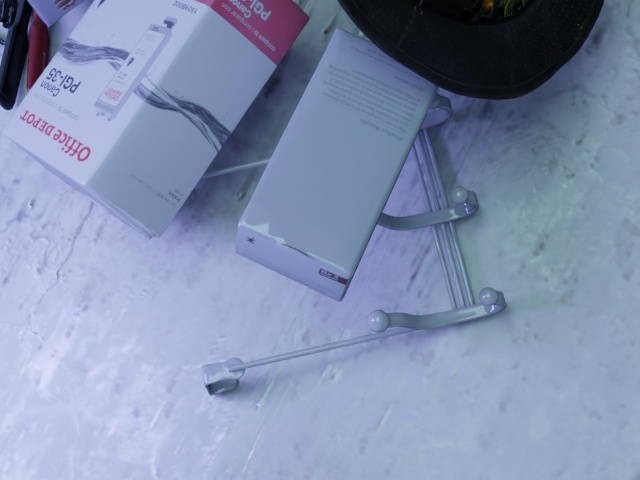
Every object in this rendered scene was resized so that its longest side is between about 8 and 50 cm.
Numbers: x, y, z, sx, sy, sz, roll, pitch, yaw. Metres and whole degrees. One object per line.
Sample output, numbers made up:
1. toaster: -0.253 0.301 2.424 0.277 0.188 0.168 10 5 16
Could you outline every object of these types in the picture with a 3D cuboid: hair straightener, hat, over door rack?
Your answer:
1. hair straightener: -0.359 -0.258 1.545 0.089 0.047 0.230 -6 73 13
2. hat: 0.107 -0.281 1.284 0.331 0.134 0.331 3 82 -24
3. over door rack: 0.000 0.000 1.346 0.324 0.108 0.240 -16 70 10

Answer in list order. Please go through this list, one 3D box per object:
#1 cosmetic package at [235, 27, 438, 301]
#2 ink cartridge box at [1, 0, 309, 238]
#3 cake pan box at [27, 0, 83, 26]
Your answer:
1. cosmetic package: 0.018 -0.072 1.259 0.117 0.085 0.231 25 70 3
2. ink cartridge box: -0.175 -0.170 1.396 0.207 0.117 0.283 29 83 48
3. cake pan box: -0.275 -0.406 1.532 0.267 0.070 0.246 -35 65 -6
